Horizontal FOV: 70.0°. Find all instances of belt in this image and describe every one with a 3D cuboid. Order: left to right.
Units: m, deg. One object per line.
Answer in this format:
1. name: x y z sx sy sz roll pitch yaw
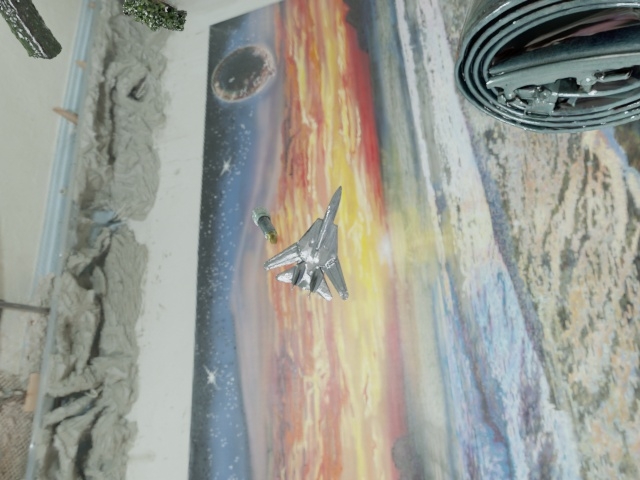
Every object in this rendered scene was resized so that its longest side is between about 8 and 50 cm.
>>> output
1. belt: 0.259 -0.195 0.431 0.206 0.267 0.116 28 -107 -29

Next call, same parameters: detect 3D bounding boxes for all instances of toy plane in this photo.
1. toy plane: 0.001 -0.002 1.057 0.088 0.212 0.267 -52 -17 -81

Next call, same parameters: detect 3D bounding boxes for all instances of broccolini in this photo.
1. broccolini: -0.295 -0.344 0.613 0.057 0.254 0.071 -60 -6 -13

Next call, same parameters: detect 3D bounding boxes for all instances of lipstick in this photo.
1. lipstick: -0.106 -0.028 0.895 0.116 0.037 0.037 54 168 54

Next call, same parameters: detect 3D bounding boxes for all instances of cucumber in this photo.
1. cucumber: -0.472 -0.371 0.701 0.187 0.058 0.058 83 -172 -55
